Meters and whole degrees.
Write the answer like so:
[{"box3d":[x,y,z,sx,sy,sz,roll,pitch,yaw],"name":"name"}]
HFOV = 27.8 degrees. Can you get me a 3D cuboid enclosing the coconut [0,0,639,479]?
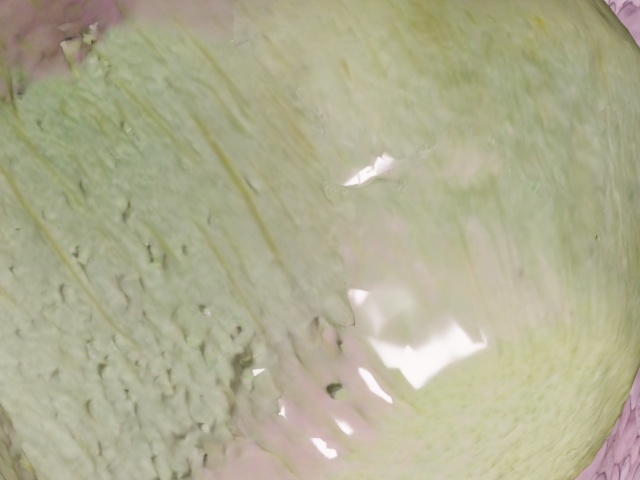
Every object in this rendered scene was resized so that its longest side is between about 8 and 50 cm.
[{"box3d":[-0.030,-0.025,0.500,0.281,0.328,0.328,-10,117,-28],"name":"coconut"}]
